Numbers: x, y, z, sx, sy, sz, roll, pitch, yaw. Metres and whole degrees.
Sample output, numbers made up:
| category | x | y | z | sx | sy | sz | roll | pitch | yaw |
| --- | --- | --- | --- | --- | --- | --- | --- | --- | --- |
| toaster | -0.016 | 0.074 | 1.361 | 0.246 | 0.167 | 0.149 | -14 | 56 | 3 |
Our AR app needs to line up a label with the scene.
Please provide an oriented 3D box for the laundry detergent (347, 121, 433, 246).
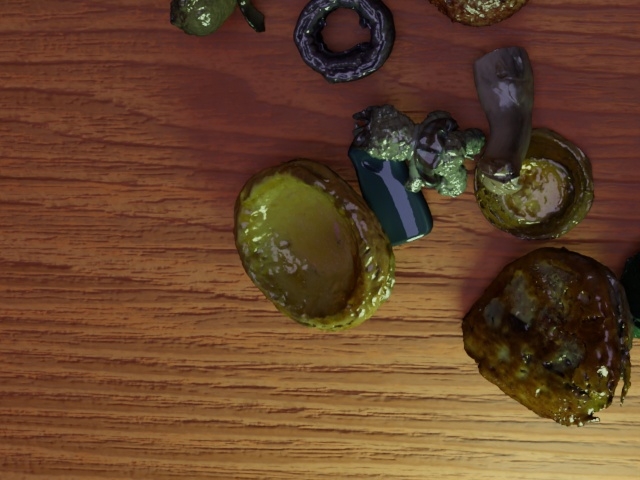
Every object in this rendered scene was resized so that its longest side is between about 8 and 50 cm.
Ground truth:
| category | x | y | z | sx | sy | sz | roll | pitch | yaw |
| --- | --- | --- | --- | --- | --- | --- | --- | --- | --- |
| laundry detergent | 0.104 | -0.096 | 1.706 | 0.097 | 0.061 | 0.206 | -20 | 100 | 21 |

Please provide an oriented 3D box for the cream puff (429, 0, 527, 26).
| category | x | y | z | sx | sy | sz | roll | pitch | yaw |
| --- | --- | --- | --- | --- | --- | --- | --- | --- | --- |
| cream puff | 0.225 | -0.434 | 1.550 | 0.240 | 0.164 | 0.240 | 3 | 104 | 14 |

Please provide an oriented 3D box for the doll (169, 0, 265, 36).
| category | x | y | z | sx | sy | sz | roll | pitch | yaw |
| --- | --- | --- | --- | --- | --- | --- | --- | --- | --- |
| doll | -0.098 | -0.410 | 1.593 | 0.286 | 0.203 | 0.091 | -41 | 78 | 20 |

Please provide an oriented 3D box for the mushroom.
| category | x | y | z | sx | sy | sz | roll | pitch | yaw |
| --- | --- | --- | --- | --- | --- | --- | --- | --- | --- |
| mushroom | 0.277 | -0.178 | 1.613 | 0.081 | 0.092 | 0.223 | -8 | 77 | 48 |

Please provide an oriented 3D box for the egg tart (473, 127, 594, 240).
| category | x | y | z | sx | sy | sz | roll | pitch | yaw |
| --- | --- | --- | --- | --- | --- | --- | --- | --- | --- |
| egg tart | 0.331 | -0.083 | 1.668 | 0.191 | 0.074 | 0.191 | 3 | 106 | 11 |

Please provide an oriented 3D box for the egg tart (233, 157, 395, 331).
| category | x | y | z | sx | sy | sz | roll | pitch | yaw |
| --- | --- | --- | --- | --- | --- | --- | --- | --- | --- |
| egg tart | 0.000 | 0.000 | 1.696 | 0.294 | 0.123 | 0.294 | 14 | 117 | 29 |

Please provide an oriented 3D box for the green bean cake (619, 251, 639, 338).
| category | x | y | z | sx | sy | sz | roll | pitch | yaw |
| --- | --- | --- | --- | --- | --- | --- | --- | --- | --- |
| green bean cake | 0.535 | 0.055 | 1.642 | 0.107 | 0.193 | 0.208 | 24 | 83 | -16 |

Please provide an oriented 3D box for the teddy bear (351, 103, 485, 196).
| category | x | y | z | sx | sy | sz | roll | pitch | yaw |
| --- | --- | --- | --- | --- | --- | --- | --- | --- | --- |
| teddy bear | 0.157 | -0.138 | 1.621 | 0.213 | 0.111 | 0.133 | 17 | 91 | -22 |

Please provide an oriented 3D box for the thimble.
| category | x | y | z | sx | sy | sz | roll | pitch | yaw |
| --- | --- | --- | --- | --- | --- | --- | --- | --- | --- |
| thimble | 0.040 | -0.315 | 1.639 | 0.150 | 0.098 | 0.150 | 2 | 104 | 9 |

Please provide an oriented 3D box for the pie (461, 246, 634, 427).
| category | x | y | z | sx | sy | sz | roll | pitch | yaw |
| --- | --- | --- | --- | --- | --- | --- | --- | --- | --- |
| pie | 0.361 | 0.143 | 1.659 | 0.308 | 0.085 | 0.308 | 4 | 95 | 47 |
